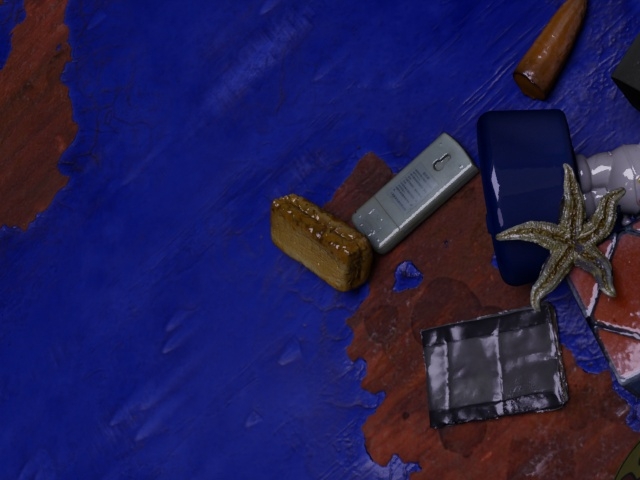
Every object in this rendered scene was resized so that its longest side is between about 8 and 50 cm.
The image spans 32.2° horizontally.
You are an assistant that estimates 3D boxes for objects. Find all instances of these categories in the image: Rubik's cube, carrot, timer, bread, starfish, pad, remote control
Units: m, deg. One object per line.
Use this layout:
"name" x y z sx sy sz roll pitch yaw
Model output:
"Rubik's cube" 0.490 0.092 1.558 0.205 0.205 0.207 -32 59 17
"carrot" 0.393 -0.337 1.845 0.072 0.072 0.205 26 81 34
"timer" 0.438 -0.090 1.646 0.384 0.270 0.270 -10 69 13
"bread" 0.000 0.000 1.925 0.211 0.114 0.083 34 50 31
"starfish" 0.329 -0.002 1.523 0.176 0.053 0.208 10 72 16
"pad" 0.270 0.197 1.757 0.233 0.022 0.174 -14 67 26
"remote control" 0.160 -0.080 1.904 0.233 0.038 0.098 -43 59 10

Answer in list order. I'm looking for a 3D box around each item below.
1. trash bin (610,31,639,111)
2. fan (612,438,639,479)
"trash bin" 0.567 -0.298 1.674 0.122 0.164 0.240 39 98 34
"fan" 0.430 0.368 1.516 0.011 0.229 0.335 33 96 -6
